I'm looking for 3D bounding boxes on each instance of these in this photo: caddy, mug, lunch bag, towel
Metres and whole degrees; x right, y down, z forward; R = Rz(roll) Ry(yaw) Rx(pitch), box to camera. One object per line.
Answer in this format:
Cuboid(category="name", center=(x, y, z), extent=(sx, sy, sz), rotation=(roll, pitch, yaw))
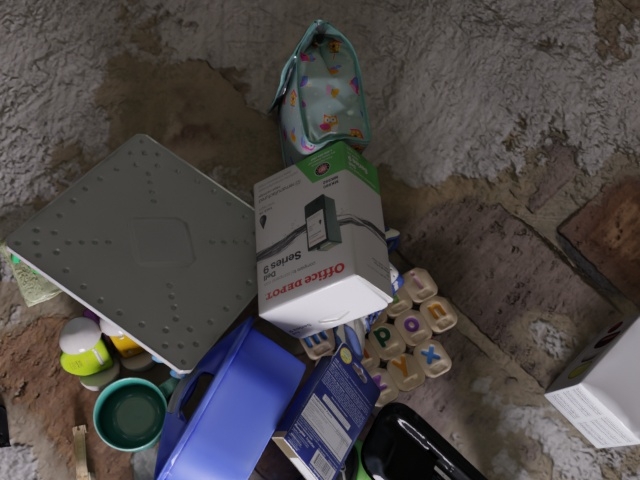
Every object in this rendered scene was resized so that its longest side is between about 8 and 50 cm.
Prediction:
Cuboid(category="caddy", center=(-0.173, 0.298, 1.550), extent=(0.179, 0.241, 0.341), rotation=(30, 74, -2))
Cuboid(category="mug", center=(-0.323, 0.314, 1.605), extent=(0.158, 0.097, 0.129), rotation=(-3, 75, -6))
Cuboid(category="lunch bag", center=(-0.009, -0.265, 1.718), extent=(0.160, 0.223, 0.262), rotation=(-8, 75, -14))
Cuboid(category="towel", center=(-0.538, 0.043, 1.699), extent=(0.110, 0.027, 0.148), rotation=(-27, 78, -12))

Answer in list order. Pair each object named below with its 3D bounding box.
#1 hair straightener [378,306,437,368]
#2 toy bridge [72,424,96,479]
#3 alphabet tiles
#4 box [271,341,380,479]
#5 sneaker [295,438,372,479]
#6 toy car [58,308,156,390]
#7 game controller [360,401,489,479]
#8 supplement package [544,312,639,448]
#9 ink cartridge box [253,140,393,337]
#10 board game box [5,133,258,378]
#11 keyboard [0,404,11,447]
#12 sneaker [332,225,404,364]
Cuboid(category="hair straightener", center=(0.148, 0.198, 1.696), extent=(0.089, 0.047, 0.230), rotation=(44, 77, 7))
Cuboid(category="toy bridge", center=(-0.418, 0.423, 1.586), extent=(0.026, 0.063, 0.188), rotation=(-10, 75, -7))
Cuboid(category="alphabet tiles", center=(0.109, 0.166, 1.688), extent=(0.284, 0.021, 0.278), rotation=(-27, 64, -11))
Cuboid(category="box", center=(0.016, 0.297, 1.526), extent=(0.136, 0.037, 0.225), rotation=(55, 48, -22))
Cuboid(category="sneaker", center=(-0.067, 0.550, 1.535), extent=(0.202, 0.185, 0.482), rotation=(25, 65, 10))
Cuboid(category="toy car", center=(-0.391, 0.172, 1.628), extent=(0.182, 0.159, 0.136), rotation=(-25, 44, -10))
Cuboid(category="game controller", center=(0.206, 0.433, 1.574), extent=(0.319, 0.067, 0.166), rotation=(44, 51, -7))
Cuboid(category="supplement package", center=(0.552, 0.257, 1.629), extent=(0.149, 0.203, 0.194), rotation=(45, 76, 8))
Cuboid(category="ink cartridge box", center=(0.000, 0.000, 1.583), extent=(0.211, 0.121, 0.289), rotation=(-25, 52, 26))
Cuboid(category="board game box", center=(-0.294, 0.015, 1.626), extent=(0.390, 0.050, 0.390), rotation=(34, 48, 6))
Cuboid(category="keyboard", center=(-0.632, 0.347, 1.559), extent=(0.180, 0.023, 0.108), rotation=(6, 64, -45))
Cuboid(category="sneaker", center=(0.090, 0.092, 1.655), extent=(0.131, 0.112, 0.296), rotation=(3, 63, 4))
